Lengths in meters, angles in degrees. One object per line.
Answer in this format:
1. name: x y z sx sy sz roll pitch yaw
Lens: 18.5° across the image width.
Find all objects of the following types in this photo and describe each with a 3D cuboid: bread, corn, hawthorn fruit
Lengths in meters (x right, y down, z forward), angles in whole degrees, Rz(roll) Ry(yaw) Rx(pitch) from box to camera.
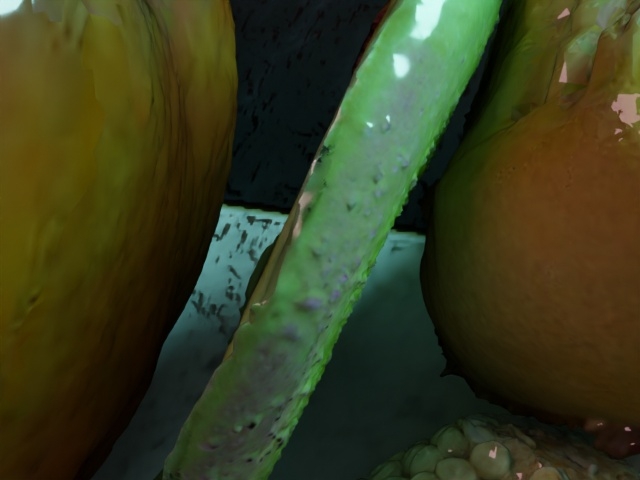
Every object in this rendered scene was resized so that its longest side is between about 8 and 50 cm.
1. bread: 0.137 -0.034 0.666 0.262 0.162 0.204 -7 52 37
2. corn: 0.014 0.126 0.696 0.211 0.087 0.087 -40 39 7
3. hawthorn fruit: -0.254 -0.011 0.813 0.471 0.472 0.472 -24 44 24
4. bread: -0.003 0.005 0.730 0.301 0.045 0.301 -64 1 1
